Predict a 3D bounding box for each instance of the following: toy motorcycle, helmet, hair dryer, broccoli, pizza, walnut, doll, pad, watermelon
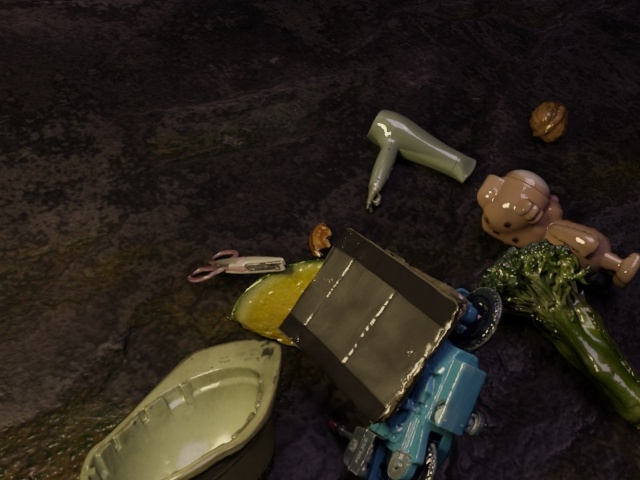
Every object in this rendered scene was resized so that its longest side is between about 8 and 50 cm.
[{"bbox_3d":[0.114,0.173,0.798,0.124,0.182,0.272,29,81,-23],"label":"toy motorcycle"},{"bbox_3d":[-0.120,0.235,0.729,0.204,0.137,0.257,-10,22,34],"label":"helmet"},{"bbox_3d":[0.153,-0.120,1.214,0.207,0.075,0.237,30,54,8],"label":"hair dryer"},{"bbox_3d":[0.360,0.134,0.961,0.145,0.165,0.304,-41,70,6],"label":"broccoli"},{"bbox_3d":[0.000,0.000,1.078,0.037,0.016,0.083,9,40,-2],"label":"pizza"},{"bbox_3d":[0.475,-0.245,1.395,0.079,0.082,0.096,44,43,-9],"label":"walnut"},{"bbox_3d":[0.383,-0.013,1.101,0.278,0.154,0.119,33,87,13],"label":"doll"},{"bbox_3d":[0.052,0.094,0.813,0.022,0.174,0.233,34,0,-41],"label":"pad"},{"bbox_3d":[0.029,0.101,0.933,0.301,0.123,0.129,14,66,3],"label":"watermelon"}]

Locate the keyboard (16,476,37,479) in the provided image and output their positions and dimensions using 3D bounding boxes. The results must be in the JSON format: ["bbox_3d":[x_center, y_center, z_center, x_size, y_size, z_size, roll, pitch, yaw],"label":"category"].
[{"bbox_3d":[-0.292,0.374,0.624,0.106,0.027,0.317,-12,50,-24],"label":"keyboard"}]

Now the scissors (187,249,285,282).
[{"bbox_3d":[-0.113,0.035,0.947,0.176,0.022,0.085,-3,27,42],"label":"scissors"}]
